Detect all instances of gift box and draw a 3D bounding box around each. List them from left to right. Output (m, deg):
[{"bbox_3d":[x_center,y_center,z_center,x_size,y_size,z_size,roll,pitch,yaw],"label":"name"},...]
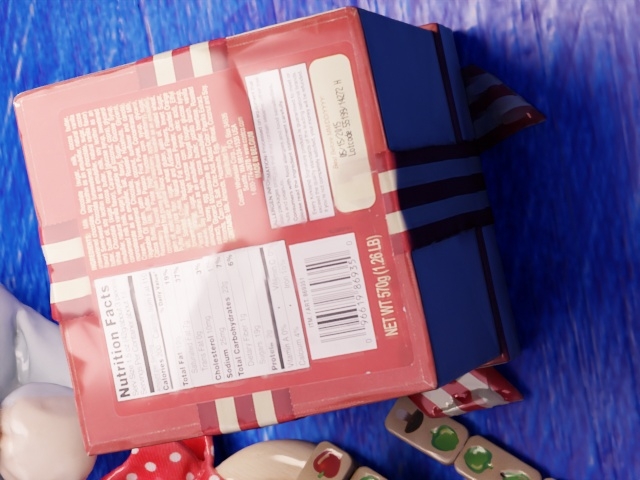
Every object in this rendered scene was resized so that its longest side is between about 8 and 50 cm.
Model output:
[{"bbox_3d":[0.000,0.000,1.070,0.276,0.258,0.255,-7,90,16],"label":"gift box"}]

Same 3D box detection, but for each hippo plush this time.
[{"bbox_3d":[-0.304,0.155,1.315,0.294,0.234,0.237,38,116,25],"label":"hippo plush"}]

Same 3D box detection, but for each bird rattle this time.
[{"bbox_3d":[-0.038,0.224,1.234,0.207,0.143,0.254,-24,70,24],"label":"bird rattle"}]

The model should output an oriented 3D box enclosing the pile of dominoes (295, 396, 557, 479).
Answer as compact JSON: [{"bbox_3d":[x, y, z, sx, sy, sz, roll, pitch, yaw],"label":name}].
[{"bbox_3d":[0.083,0.224,1.105,0.251,0.040,0.196,29,81,28],"label":"pile of dominoes"}]
